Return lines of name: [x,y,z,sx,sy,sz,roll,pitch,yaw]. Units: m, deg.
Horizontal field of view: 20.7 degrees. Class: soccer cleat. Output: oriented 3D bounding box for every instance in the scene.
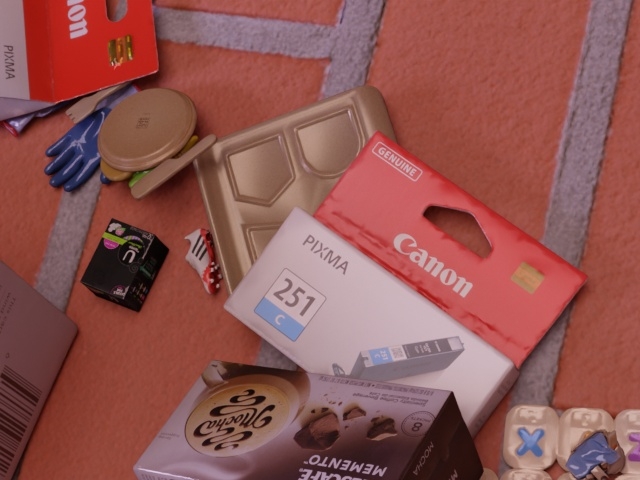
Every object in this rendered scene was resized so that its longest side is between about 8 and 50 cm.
soccer cleat: [-0.134,0.025,1.980,0.036,0.029,0.083,-18,63,16]

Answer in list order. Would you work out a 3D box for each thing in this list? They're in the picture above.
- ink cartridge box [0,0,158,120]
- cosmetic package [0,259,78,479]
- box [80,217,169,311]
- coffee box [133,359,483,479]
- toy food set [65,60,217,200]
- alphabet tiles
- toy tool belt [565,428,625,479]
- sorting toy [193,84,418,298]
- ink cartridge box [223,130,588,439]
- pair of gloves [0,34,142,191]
ink cartridge box: [-0.401,-0.294,2.114,0.385,0.091,0.308,-15,61,11]
cosmetic package: [-0.541,0.133,1.878,0.394,0.327,0.329,16,75,20]
box: [-0.222,0.028,1.986,0.062,0.052,0.083,21,77,21]
coffee box: [-0.012,0.229,1.750,0.297,0.119,0.168,5,42,34]
toy food set: [-0.201,-0.121,2.019,0.132,0.038,0.192,-36,49,-7]
alphabet tiles: [0.263,0.304,1.779,0.284,0.021,0.278,1,68,14]
toy tool belt: [0.270,0.227,1.769,0.083,0.051,0.052,-43,64,-6]
sorting toy: [0.000,0.000,1.953,0.229,0.041,0.307,-18,73,8]
ink cartridge box: [0.089,0.055,1.863,0.296,0.066,0.261,36,87,17]
pair of gloves: [-0.290,-0.150,2.086,0.159,0.023,0.198,-43,67,-3]
